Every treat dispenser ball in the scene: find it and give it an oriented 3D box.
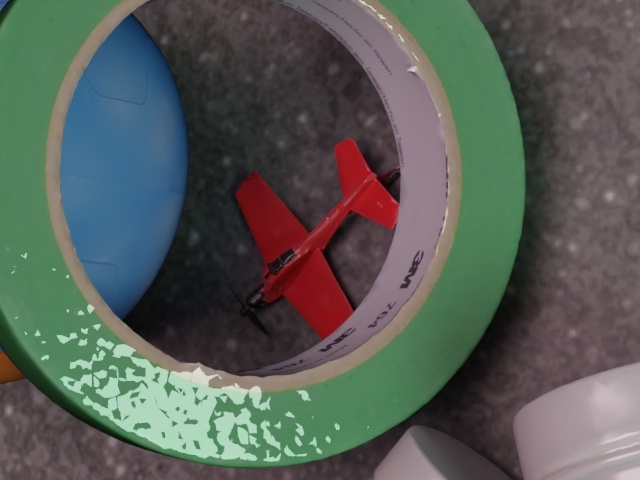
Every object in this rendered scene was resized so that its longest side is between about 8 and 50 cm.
[{"bbox_3d":[-0.227,-0.050,1.161,0.288,0.288,0.288,-8,75,32],"label":"treat dispenser ball"}]

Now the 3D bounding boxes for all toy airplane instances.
[{"bbox_3d":[0.000,0.000,1.159,0.151,0.028,0.151,-6,78,31],"label":"toy airplane"}]

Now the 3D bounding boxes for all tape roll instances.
[{"bbox_3d":[-0.044,-0.035,1.032,0.077,0.321,0.321,172,108,-70],"label":"tape roll"}]

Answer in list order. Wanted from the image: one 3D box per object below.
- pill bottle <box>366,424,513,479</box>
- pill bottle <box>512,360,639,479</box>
[{"bbox_3d":[0.024,0.223,1.032,0.131,0.131,0.229,43,104,32],"label":"pill bottle"},{"bbox_3d":[0.192,0.224,0.896,0.176,0.176,0.319,-22,68,27],"label":"pill bottle"}]
